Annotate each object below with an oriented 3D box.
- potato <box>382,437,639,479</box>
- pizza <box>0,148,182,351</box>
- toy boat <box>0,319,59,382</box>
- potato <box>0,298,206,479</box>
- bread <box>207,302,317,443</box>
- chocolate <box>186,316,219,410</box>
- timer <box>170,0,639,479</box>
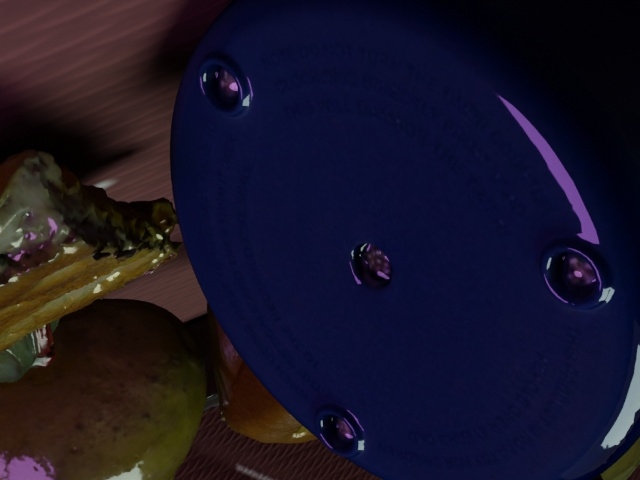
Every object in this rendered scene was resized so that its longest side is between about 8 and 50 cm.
[{"bbox_3d":[0.122,0.088,0.809,0.288,0.301,0.237,-31,140,-19],"label":"potato"},{"bbox_3d":[-0.187,0.014,0.680,0.226,0.086,0.335,-23,174,-35],"label":"pizza"},{"bbox_3d":[-0.236,0.061,0.887,0.089,0.071,0.185,24,154,-14],"label":"toy boat"},{"bbox_3d":[-0.224,0.158,1.037,0.266,0.229,0.229,-20,171,-1],"label":"potato"},{"bbox_3d":[0.013,0.073,1.037,0.204,0.156,0.288,3,145,-27],"label":"bread"},{"bbox_3d":[-0.224,0.189,1.552,0.321,0.112,0.112,-21,170,-9],"label":"chocolate"},{"bbox_3d":[0.138,-0.066,0.651,0.383,0.270,0.270,-34,180,-41],"label":"timer"}]
